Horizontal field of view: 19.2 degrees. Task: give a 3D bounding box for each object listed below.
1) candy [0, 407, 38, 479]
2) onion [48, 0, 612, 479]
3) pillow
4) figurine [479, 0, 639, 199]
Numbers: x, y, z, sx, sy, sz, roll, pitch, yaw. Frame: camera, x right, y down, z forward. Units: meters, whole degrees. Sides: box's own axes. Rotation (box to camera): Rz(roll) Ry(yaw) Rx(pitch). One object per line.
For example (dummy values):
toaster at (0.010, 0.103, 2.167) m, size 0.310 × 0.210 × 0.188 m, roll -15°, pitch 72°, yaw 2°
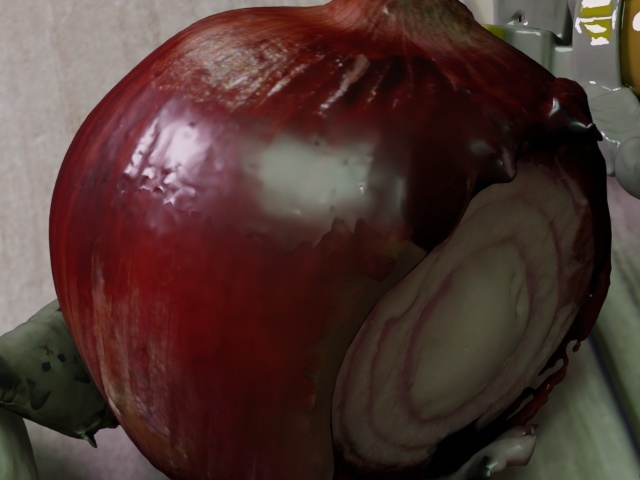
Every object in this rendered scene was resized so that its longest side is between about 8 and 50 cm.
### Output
candy at (-0.315, 0.137, 1.141) m, size 0.295 × 0.185 × 0.295 m, roll -5°, pitch 40°, yaw 4°
onion at (0.001, 0.007, 1.103) m, size 0.341 × 0.341 × 0.341 m, roll -7°, pitch 45°, yaw 7°
pillow at (-0.139, 0.074, 1.199) m, size 0.051 × 0.093 × 0.241 m, roll -38°, pitch -1°, yaw 24°
figurine at (0.245, -0.139, 1.303) m, size 0.308 × 0.143 × 0.308 m, roll -8°, pitch 61°, yaw 15°
